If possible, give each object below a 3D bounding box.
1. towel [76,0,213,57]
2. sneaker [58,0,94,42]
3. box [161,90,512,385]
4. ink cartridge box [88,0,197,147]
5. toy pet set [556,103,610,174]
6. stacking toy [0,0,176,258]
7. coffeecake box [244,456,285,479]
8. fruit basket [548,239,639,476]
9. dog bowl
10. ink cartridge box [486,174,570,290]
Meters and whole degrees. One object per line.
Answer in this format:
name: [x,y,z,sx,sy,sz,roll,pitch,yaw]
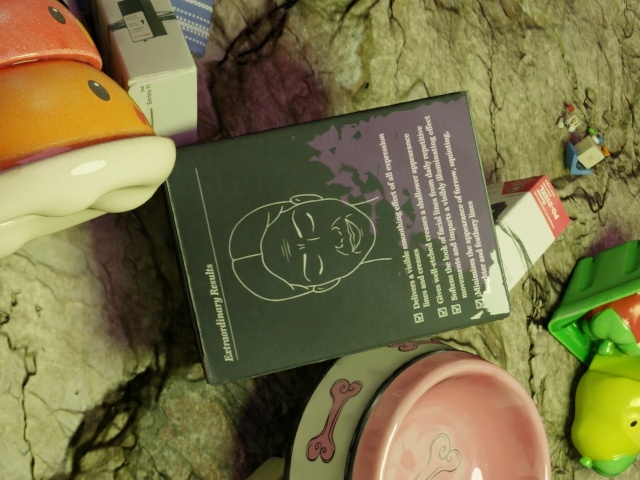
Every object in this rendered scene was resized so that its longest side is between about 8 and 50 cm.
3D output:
towel: [-0.241,-0.443,1.538,0.243,0.040,0.335,13,78,-39]
sneaker: [-0.353,-0.326,1.355,0.105,0.115,0.281,-34,108,-6]
box: [0.009,-0.007,1.461,0.396,0.212,0.293,-12,93,-9]
ink cartridge box: [-0.220,-0.231,1.384,0.087,0.153,0.208,-15,61,-15]
toy pet set: [0.480,-0.171,2.079,0.122,0.065,0.114,38,28,-32]
stacking toy: [-0.390,-0.227,1.211,0.351,0.351,0.479,-20,90,-39]
coffeecake box: [-0.055,0.417,1.550,0.142,0.068,0.185,-38,108,-35]
fruit basket: [0.579,0.229,1.982,0.392,0.283,0.392,27,51,-39]
dog bowl: [0.153,0.328,1.542,0.408,0.150,0.407,1,88,-39]
ink cartridge box: [0.256,0.006,1.786,0.237,0.172,0.100,-42,110,-34]
